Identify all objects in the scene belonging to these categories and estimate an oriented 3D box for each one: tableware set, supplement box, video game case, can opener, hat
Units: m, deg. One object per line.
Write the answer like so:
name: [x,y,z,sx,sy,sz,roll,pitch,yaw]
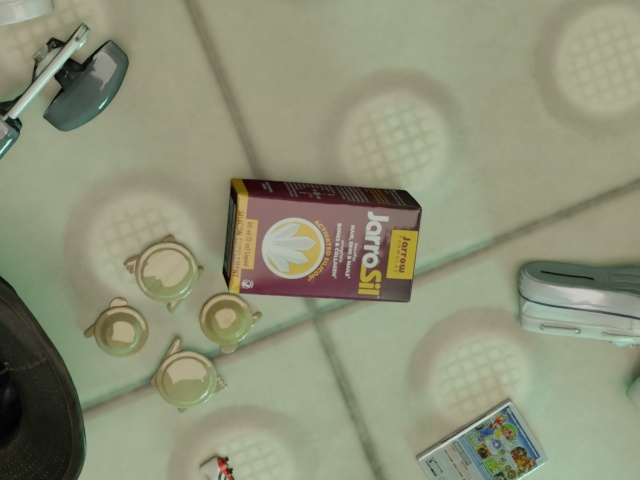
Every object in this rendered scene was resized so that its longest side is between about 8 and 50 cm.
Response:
tableware set: [-0.150,0.088,1.557,0.169,0.020,0.141,40,94,-15]
supplement box: [0.000,0.000,1.523,0.188,0.081,0.104,4,104,-9]
video game case: [0.178,0.240,1.650,0.122,0.011,0.087,-32,106,1]
can opener: [-0.301,-0.091,1.459,0.095,0.076,0.283,39,97,-15]
hat: [-0.361,0.113,1.463,0.331,0.134,0.331,6,122,10]

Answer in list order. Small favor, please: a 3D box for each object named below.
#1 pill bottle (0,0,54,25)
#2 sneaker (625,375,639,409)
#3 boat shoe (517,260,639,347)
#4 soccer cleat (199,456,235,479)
pill bottle: [-0.302,-0.281,1.402,0.086,0.086,0.152,-15,106,-4]
sneaker: [0.498,0.178,1.630,0.292,0.108,0.169,31,101,-13]
boat shoe: [0.320,0.074,1.586,0.226,0.083,0.075,10,120,12]
soccer cleat: [-0.102,0.271,1.610,0.036,0.029,0.083,-20,104,7]
